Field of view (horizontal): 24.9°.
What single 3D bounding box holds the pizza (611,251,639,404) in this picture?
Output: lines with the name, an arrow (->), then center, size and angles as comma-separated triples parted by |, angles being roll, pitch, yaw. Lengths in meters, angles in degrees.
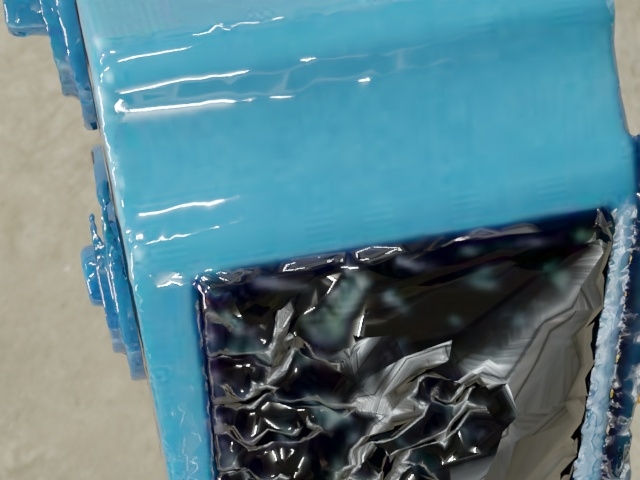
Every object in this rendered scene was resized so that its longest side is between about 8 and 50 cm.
pizza -> 0.315, 0.078, 1.336 | 0.081, 0.228, 0.289 | 41, 152, -12

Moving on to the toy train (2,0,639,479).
toy train -> 0.000, 0.000, 0.522 | 0.188, 0.265, 0.300 | -12, 133, -8
